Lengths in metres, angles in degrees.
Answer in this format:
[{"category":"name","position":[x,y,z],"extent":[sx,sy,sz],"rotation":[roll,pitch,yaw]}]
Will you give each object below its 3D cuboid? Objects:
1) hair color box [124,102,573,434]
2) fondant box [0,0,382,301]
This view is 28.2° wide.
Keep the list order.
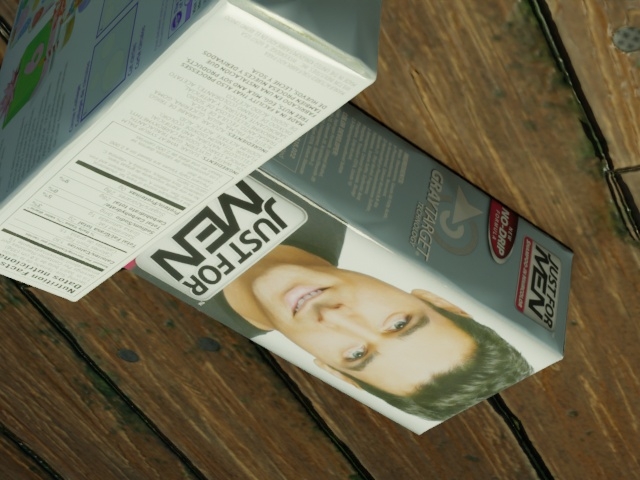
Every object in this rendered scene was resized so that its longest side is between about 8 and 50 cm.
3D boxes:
[{"category":"hair color box","position":[0.000,0.000,1.016],"extent":[0.374,0.114,0.185],"rotation":[31,138,-20]},{"category":"fondant box","position":[-0.093,-0.134,0.765],"extent":[0.096,0.238,0.330],"rotation":[25,145,-29]}]
